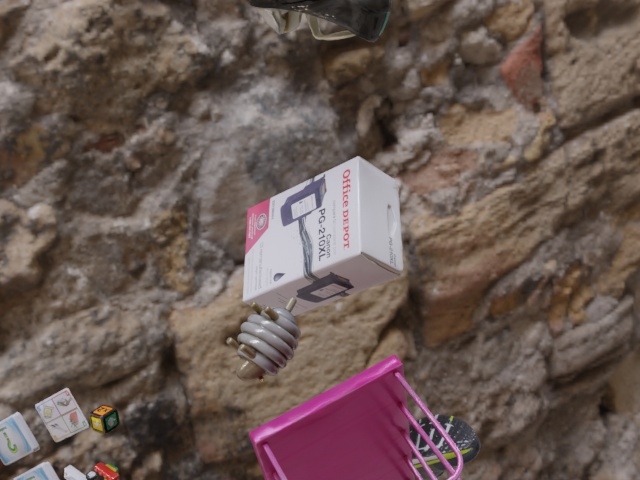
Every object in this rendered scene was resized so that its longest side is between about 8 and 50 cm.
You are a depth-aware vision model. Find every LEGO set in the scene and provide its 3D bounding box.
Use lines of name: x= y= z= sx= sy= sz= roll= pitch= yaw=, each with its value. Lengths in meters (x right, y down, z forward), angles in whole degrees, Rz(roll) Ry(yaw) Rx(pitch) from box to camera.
LEGO set: x=-0.280 y=0.263 z=0.888 sx=0.244 sy=0.182 sz=0.060 roll=-29 pitch=1 yaw=38

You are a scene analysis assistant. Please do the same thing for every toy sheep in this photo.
toy sheep: x=-0.071 y=0.132 z=1.095 sx=0.091 sy=0.091 sz=0.132 roll=16 pitch=67 yaw=54

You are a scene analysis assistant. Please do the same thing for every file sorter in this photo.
file sorter: x=0.064 y=0.332 z=1.007 sx=0.202 sy=0.291 sz=0.182 roll=-25 pitch=47 yaw=-15

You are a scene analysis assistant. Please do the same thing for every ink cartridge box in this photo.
ink cartridge box: x=0.000 y=0.000 z=1.240 sx=0.237 sy=0.100 sz=0.172 roll=-23 pitch=53 yaw=35

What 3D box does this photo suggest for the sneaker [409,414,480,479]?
sneaker: x=0.160 y=0.388 z=1.366 sx=0.300 sy=0.121 sz=0.111 roll=-35 pitch=11 yaw=41

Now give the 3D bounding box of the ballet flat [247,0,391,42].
ballet flat: x=-0.027 y=-0.337 z=1.157 sx=0.280 sy=0.096 sz=0.095 roll=23 pitch=41 yaw=31
